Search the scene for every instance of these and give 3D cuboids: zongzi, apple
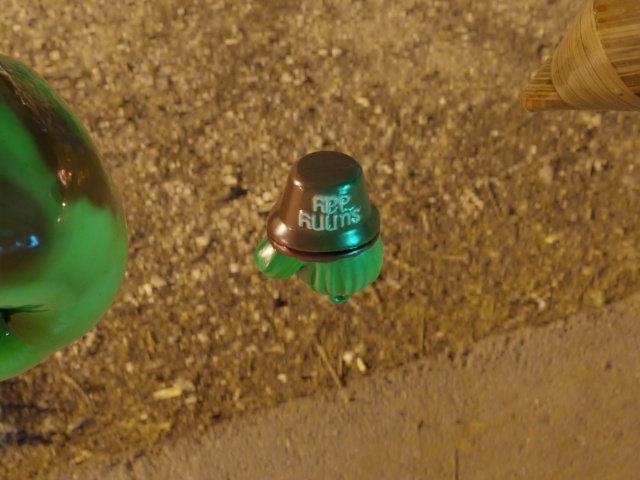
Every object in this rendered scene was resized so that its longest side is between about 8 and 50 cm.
[{"bbox_3d":[0.250,-0.221,0.880,0.288,0.286,0.134,4,26,46],"label":"zongzi"},{"bbox_3d":[-0.491,-0.033,1.518,0.473,0.473,0.473,-2,48,2],"label":"apple"}]

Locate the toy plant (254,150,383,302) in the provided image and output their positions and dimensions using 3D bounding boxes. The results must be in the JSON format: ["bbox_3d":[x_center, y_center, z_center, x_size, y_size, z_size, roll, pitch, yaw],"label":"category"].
[{"bbox_3d":[0.000,0.000,1.213,0.143,0.200,0.105,-8,42,-10],"label":"toy plant"}]
